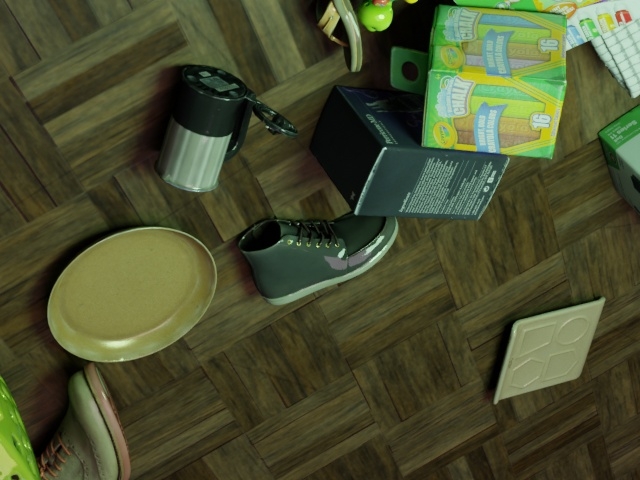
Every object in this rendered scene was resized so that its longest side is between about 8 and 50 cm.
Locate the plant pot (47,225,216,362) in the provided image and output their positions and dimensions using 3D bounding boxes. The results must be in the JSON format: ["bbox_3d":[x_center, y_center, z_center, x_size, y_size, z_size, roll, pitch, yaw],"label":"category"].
[{"bbox_3d":[-0.256,0.068,1.649,0.236,0.032,0.236,-17,135,-18],"label":"plant pot"}]

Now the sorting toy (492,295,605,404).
[{"bbox_3d":[0.397,0.190,2.148,0.208,0.038,0.193,-15,134,-25],"label":"sorting toy"}]

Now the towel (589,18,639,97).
[{"bbox_3d":[0.434,-0.358,1.614,0.235,0.121,0.283,-34,133,12],"label":"towel"}]

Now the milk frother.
[{"bbox_3d":[-0.114,-0.121,1.482,0.129,0.143,0.135,-5,128,-37],"label":"milk frother"}]

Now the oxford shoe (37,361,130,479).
[{"bbox_3d":[-0.347,0.316,1.753,0.130,0.123,0.348,-12,134,-18],"label":"oxford shoe"}]

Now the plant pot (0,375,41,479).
[{"bbox_3d":[-0.493,0.244,1.533,0.228,0.227,0.207,-18,129,-15],"label":"plant pot"}]

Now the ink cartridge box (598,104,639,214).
[{"bbox_3d":[0.525,-0.082,1.848,0.087,0.208,0.153,-33,137,-1],"label":"ink cartridge box"}]

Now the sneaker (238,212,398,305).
[{"bbox_3d":[0.000,0.000,1.702,0.222,0.083,0.118,-30,137,-3],"label":"sneaker"}]

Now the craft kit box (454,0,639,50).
[{"bbox_3d":[0.277,-0.340,1.467,0.250,0.061,0.246,-23,130,35],"label":"craft kit box"}]

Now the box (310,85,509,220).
[{"bbox_3d":[0.116,-0.114,1.617,0.207,0.153,0.108,1,127,-32],"label":"box"}]

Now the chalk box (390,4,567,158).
[{"bbox_3d":[0.191,-0.199,1.511,0.213,0.132,0.132,5,139,6],"label":"chalk box"}]

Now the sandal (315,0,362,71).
[{"bbox_3d":[0.014,-0.282,1.473,0.049,0.072,0.180,-15,135,3],"label":"sandal"}]

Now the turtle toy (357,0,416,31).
[{"bbox_3d":[0.068,-0.309,1.452,0.066,0.095,0.130,-32,138,-17],"label":"turtle toy"}]
